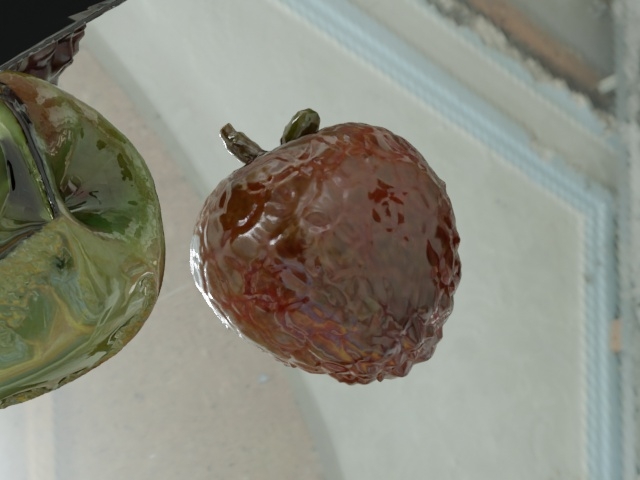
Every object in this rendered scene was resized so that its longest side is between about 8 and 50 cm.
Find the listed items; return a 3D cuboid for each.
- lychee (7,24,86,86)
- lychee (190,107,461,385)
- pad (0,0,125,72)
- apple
[{"bbox_3d":[-0.390,-0.242,1.180,0.424,0.424,0.500,48,-113,-16],"label":"lychee"},{"bbox_3d":[0.000,0.000,1.347,0.255,0.255,0.300,9,-136,-42],"label":"lychee"},{"bbox_3d":[-0.164,-0.021,0.352,0.245,0.170,0.006,-39,-59,-35],"label":"pad"},{"bbox_3d":[-0.206,-0.002,0.871,0.207,0.188,0.174,48,-155,-20],"label":"apple"}]
